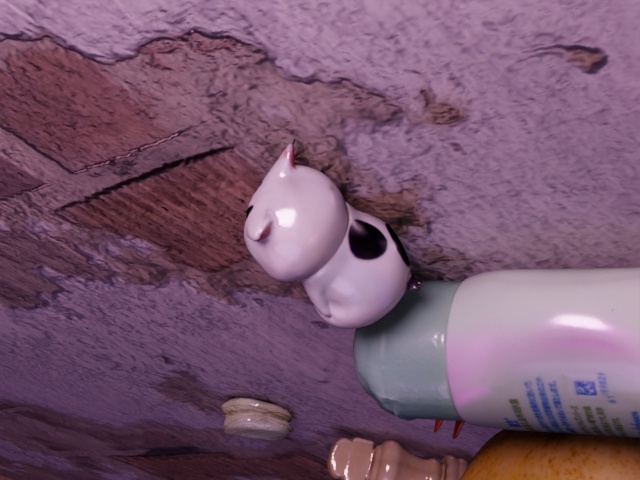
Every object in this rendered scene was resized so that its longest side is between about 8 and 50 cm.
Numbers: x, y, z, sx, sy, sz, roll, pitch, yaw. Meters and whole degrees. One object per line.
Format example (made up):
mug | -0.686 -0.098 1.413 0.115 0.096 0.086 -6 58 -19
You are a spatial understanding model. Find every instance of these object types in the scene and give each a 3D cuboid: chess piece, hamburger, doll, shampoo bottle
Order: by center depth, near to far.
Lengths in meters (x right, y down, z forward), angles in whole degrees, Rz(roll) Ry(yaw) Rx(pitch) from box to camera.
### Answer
doll | 0.003 0.004 0.864 0.180 0.110 0.107 35 145 -31
shampoo bottle | 0.198 0.110 0.931 0.349 0.151 0.222 -3 154 27
hamburger | -0.093 0.283 1.497 0.121 0.054 0.084 20 148 -19
chess piece | 0.205 0.396 1.514 0.397 0.117 0.117 15 153 -1

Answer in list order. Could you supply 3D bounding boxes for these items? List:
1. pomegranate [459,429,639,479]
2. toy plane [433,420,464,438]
pomegranate | 0.345 0.349 1.097 0.416 0.417 0.417 10 152 6
toy plane | 0.203 0.202 1.202 0.130 0.061 0.189 23 147 -17
